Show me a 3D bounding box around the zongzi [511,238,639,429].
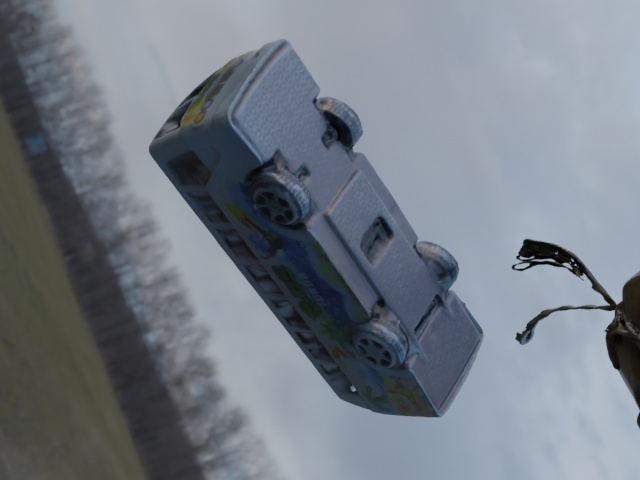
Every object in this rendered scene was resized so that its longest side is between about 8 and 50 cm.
[{"bbox_3d":[0.374,0.061,1.031,0.447,0.181,0.418,58,-39,31],"label":"zongzi"}]

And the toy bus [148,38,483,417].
[{"bbox_3d":[0.000,0.000,1.075,0.136,0.109,0.330,-4,-49,44],"label":"toy bus"}]
